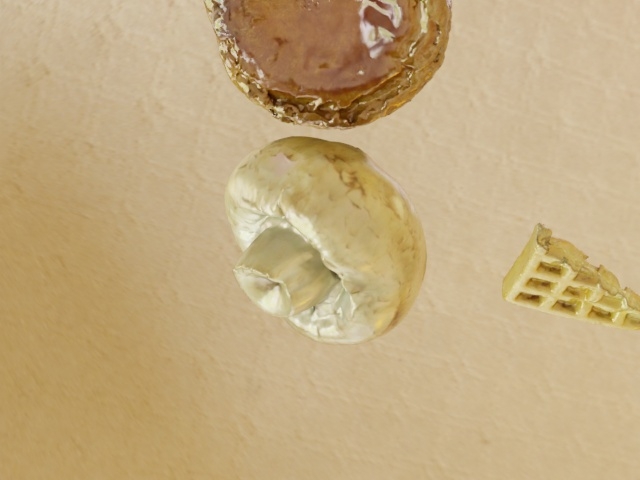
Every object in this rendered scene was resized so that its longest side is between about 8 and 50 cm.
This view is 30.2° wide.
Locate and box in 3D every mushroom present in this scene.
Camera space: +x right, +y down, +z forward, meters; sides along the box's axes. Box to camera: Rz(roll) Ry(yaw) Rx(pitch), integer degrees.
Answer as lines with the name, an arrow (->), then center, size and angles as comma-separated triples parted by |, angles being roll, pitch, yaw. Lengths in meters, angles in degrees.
mushroom -> 0.000, 0.000, 0.766 | 0.148, 0.148, 0.112 | 51, 61, -16

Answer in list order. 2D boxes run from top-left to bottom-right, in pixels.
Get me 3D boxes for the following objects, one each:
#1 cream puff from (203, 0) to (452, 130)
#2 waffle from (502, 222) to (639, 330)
cream puff -> 0.016, -0.188, 0.864 | 0.183, 0.169, 0.183 | 5, 115, 11
waffle -> 0.274, 0.041, 1.101 | 0.191, 0.125, 0.032 | 12, 56, -3
